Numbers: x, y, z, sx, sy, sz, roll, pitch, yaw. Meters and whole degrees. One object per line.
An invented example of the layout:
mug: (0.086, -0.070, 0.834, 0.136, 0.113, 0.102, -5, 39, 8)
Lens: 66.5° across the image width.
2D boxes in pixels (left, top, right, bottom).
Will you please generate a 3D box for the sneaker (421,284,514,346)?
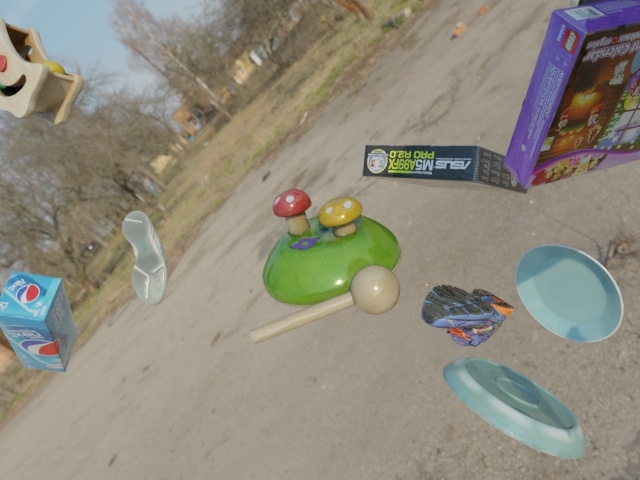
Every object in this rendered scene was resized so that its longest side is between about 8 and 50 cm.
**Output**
sneaker: (0.226, 0.126, 0.754, 0.083, 0.221, 0.087, 33, 106, 44)

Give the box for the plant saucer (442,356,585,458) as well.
plant saucer: (0.419, 0.340, 1.055, 0.317, 0.318, 0.043, -123, 53, -71)

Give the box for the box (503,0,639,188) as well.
box: (0.379, -0.181, 0.569, 0.293, 0.201, 0.057, -15, 51, -10)

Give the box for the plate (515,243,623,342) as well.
plate: (0.425, 0.088, 0.841, 0.024, 0.188, 0.188, -26, 8, -29)

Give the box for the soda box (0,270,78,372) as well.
soda box: (-0.429, 0.132, 0.752, 0.210, 0.067, 0.071, 115, 161, -52)

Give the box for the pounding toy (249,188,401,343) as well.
pounding toy: (0.000, 0.000, 0.592, 0.183, 0.110, 0.237, -13, 23, 9)

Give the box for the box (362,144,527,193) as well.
box: (0.241, -0.132, 0.916, 0.216, 0.270, 0.060, 10, 97, 38)

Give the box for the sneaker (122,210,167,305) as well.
sneaker: (-0.259, 0.029, 0.751, 0.054, 0.152, 0.061, -19, -21, 2)

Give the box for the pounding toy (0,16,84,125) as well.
pounding toy: (-0.527, -0.311, 0.913, 0.155, 0.269, 0.154, -3, -67, -60)

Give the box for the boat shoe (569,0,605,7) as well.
boat shoe: (0.359, -0.325, 0.502, 0.233, 0.084, 0.079, 107, 149, -52)
